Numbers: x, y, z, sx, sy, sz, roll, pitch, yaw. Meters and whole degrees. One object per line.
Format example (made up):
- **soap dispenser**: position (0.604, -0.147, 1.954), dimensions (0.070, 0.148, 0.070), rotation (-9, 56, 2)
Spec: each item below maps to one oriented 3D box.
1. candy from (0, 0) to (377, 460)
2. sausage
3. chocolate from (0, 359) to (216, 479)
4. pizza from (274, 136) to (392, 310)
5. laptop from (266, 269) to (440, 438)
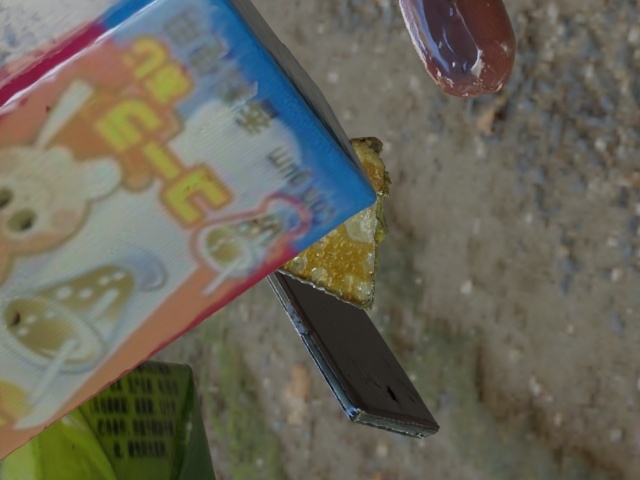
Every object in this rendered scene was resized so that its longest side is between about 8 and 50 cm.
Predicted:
- **candy**: position (-0.146, -0.002, 0.619), dimensions (0.306, 0.157, 0.100), rotation (-33, 45, 6)
- **sausage**: position (0.081, -0.128, 0.875), dimensions (0.094, 0.059, 0.054), rotation (66, -158, -15)
- **chocolate**: position (-0.279, 0.166, 1.252), dimensions (0.301, 0.289, 0.137), rotation (-6, 80, 22)
- **pizza**: position (0.000, 0.000, 0.891), dimensions (0.109, 0.123, 0.026), rotation (62, -175, 16)
- **laptop**: position (0.016, 0.085, 1.316), dimensions (0.026, 0.154, 0.207), rotation (-42, 60, 16)
